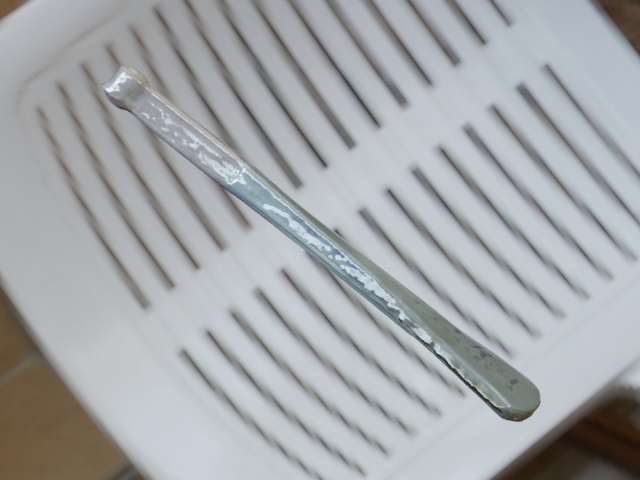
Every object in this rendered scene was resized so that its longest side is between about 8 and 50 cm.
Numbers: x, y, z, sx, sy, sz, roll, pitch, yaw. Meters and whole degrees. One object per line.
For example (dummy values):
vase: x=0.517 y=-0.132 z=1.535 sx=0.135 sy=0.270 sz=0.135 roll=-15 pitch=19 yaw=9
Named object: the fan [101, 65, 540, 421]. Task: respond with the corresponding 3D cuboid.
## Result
fan: x=0.000 y=0.000 z=1.019 sx=0.282 sy=0.023 sz=0.057 roll=40 pitch=-160 yaw=9
